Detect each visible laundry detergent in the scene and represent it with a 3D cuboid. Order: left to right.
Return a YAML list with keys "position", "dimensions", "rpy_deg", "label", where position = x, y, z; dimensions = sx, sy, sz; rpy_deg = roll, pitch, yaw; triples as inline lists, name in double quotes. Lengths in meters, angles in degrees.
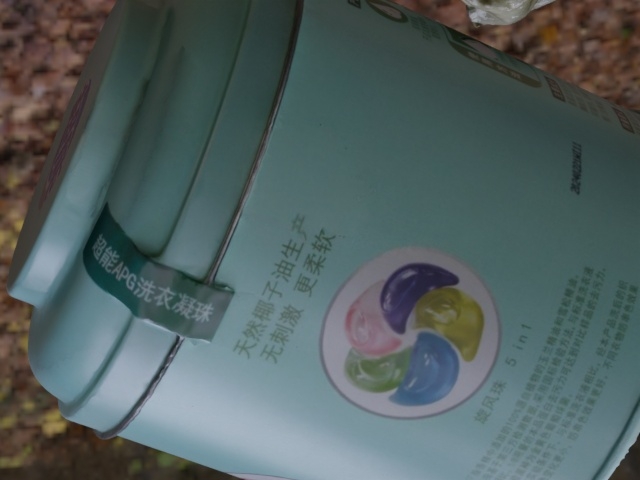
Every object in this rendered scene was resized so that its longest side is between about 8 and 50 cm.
- position: [0.000, 0.000, 0.773]
  dimensions: [0.305, 0.287, 0.287]
  rpy_deg: [22, 155, -15]
  label: "laundry detergent"

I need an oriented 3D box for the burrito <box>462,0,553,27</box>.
- position: [0.200, -0.328, 1.095]
  dimensions: [0.135, 0.331, 0.190]
  rpy_deg: [13, -153, 11]
  label: "burrito"
